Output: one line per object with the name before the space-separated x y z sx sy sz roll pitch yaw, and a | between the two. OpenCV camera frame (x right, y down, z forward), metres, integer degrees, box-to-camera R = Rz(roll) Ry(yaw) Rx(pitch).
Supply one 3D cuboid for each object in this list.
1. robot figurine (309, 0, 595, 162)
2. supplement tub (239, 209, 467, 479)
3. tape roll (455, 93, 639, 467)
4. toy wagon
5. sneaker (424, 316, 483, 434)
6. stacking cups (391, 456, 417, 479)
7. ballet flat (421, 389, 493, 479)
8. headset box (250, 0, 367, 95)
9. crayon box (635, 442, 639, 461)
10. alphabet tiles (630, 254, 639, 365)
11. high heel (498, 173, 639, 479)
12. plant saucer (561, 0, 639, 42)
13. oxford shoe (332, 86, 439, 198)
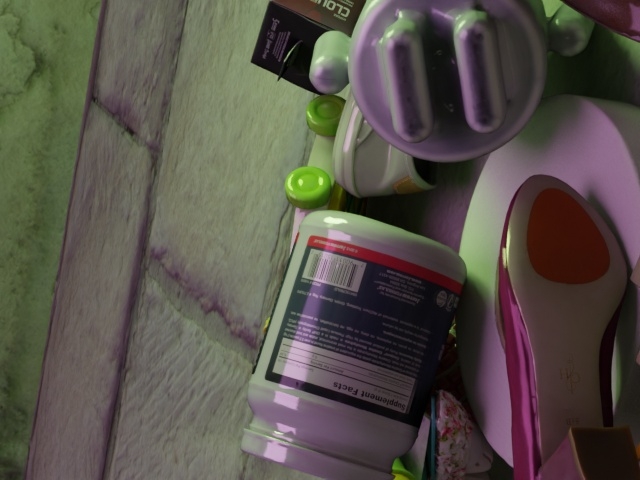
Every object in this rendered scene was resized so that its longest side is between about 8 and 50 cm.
robot figurine | 0.137 -0.203 1.987 0.353 0.300 0.200 -72 -23 -71
supplement tub | 0.033 0.119 2.052 0.191 0.191 0.272 6 77 67
tape roll | 0.254 0.047 1.943 0.392 0.072 0.392 -176 90 -67
toy wagon | 0.000 0.000 2.365 0.267 0.068 0.344 86 -165 -51
sneaker | 0.122 0.120 2.212 0.299 0.121 0.112 55 171 43
stacking cups | 0.046 0.265 2.351 0.316 0.096 0.096 -124 44 -55
ballet flat | 0.149 0.247 2.083 0.241 0.077 0.091 93 179 -48
headset box | 0.018 -0.324 2.297 0.218 0.110 0.293 119 175 -74
crayon box | 0.348 0.318 1.650 0.203 0.083 0.323 121 146 -46
alphabet tiles | 0.365 0.023 1.588 0.342 0.011 0.285 -128 53 -62
high heel | 0.210 0.126 1.786 0.181 0.127 0.377 112 162 -52
plant saucer | 0.274 -0.285 1.748 0.050 0.310 0.310 -54 18 -15
oxford shoe | 0.137 -0.256 2.232 0.130 0.169 0.449 18 95 23
